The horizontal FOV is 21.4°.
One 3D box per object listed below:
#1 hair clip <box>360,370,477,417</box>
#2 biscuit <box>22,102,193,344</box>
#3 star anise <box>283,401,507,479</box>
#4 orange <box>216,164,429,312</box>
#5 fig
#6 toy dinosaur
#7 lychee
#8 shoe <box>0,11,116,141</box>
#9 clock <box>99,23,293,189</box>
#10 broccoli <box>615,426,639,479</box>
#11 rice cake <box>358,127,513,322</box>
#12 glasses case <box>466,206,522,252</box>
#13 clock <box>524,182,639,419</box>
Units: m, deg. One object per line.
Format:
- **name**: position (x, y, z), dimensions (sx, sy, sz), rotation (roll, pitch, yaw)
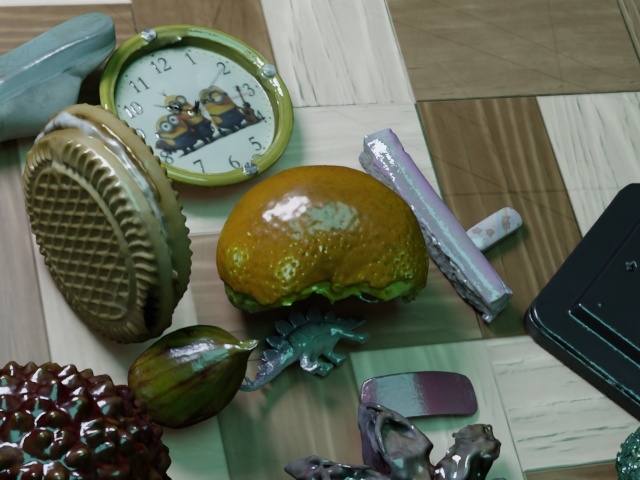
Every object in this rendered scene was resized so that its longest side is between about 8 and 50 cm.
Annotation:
- **hair clip**: position (0.112, 0.174, 1.892), dimensions (0.137, 0.022, 0.054), rotation (-2, 63, -17)
- **biscuit**: position (-0.226, -0.016, 1.778), dimensions (0.079, 0.259, 0.259), rotation (-29, 71, -35)
- **star anise**: position (0.109, 0.307, 1.754), dimensions (0.331, 0.117, 0.332), rotation (5, 57, -7)
- **orange**: position (0.003, -0.005, 1.878), dimensions (0.237, 0.179, 0.158), rotation (1, 102, -12)
- **fig**: position (-0.125, 0.135, 1.769), dimensions (0.103, 0.154, 0.109), rotation (53, 39, -15)
- **toy dinosaur**: position (-0.025, 0.122, 1.870), dimensions (0.082, 0.039, 0.209), rotation (40, 45, 21)
- **lychee**: position (-0.287, 0.260, 1.555), dimensions (0.330, 0.306, 0.306), rotation (-37, 74, -18)
- **shoe**: position (-0.331, -0.166, 1.936), dimensions (0.251, 0.103, 0.100), rotation (-36, 118, -17)
- **clock**: position (-0.148, -0.150, 1.993), dimensions (0.237, 0.057, 0.237), rotation (9, 57, -13)
- **broccoli**: position (0.433, 0.298, 1.807), dimensions (0.270, 0.270, 0.270), rotation (21, 49, -44)
- **rice cake**: position (0.136, -0.020, 1.999), dimensions (0.055, 0.049, 0.270), rotation (-25, 69, -27)
- **glasses case**: position (0.207, -0.012, 2.031), dimensions (0.083, 0.021, 0.032), rotation (-30, 74, -29)
- **clock**: position (0.416, 0.085, 2.017), dimensions (0.273, 0.049, 0.279), rotation (37, 57, 8)
